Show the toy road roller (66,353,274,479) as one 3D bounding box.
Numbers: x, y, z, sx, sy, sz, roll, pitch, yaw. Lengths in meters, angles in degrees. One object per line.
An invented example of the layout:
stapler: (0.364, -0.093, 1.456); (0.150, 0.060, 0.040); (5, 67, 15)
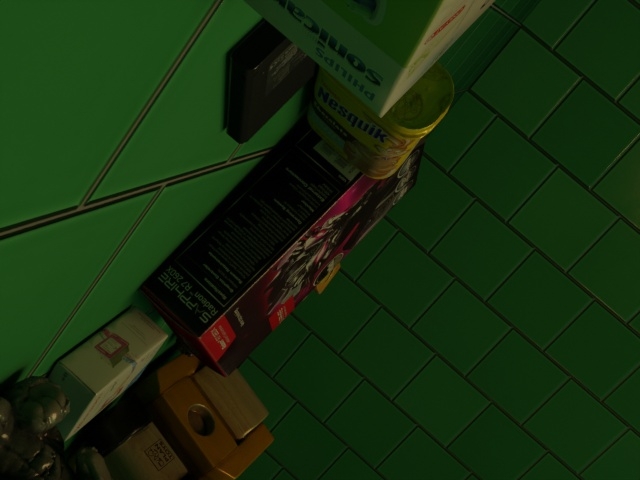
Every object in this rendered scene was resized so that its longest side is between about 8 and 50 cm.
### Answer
toy road roller: (-0.258, 0.330, 1.301); (0.240, 0.202, 0.329); (-38, 177, 33)

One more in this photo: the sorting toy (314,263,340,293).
sorting toy: (0.000, 0.000, 1.226); (0.196, 0.047, 0.348); (-57, 159, -7)

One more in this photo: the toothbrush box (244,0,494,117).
toothbrush box: (0.083, -0.223, 0.406); (0.206, 0.122, 0.283); (-47, 176, -22)

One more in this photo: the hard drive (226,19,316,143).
hard drive: (-0.033, -0.134, 0.636); (0.094, 0.022, 0.135); (-48, 175, -17)

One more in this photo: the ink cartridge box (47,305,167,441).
ink cartridge box: (-0.224, 0.134, 0.843); (0.088, 0.052, 0.122); (-52, 173, 34)

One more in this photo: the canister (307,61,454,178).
canister: (0.050, -0.132, 0.801); (0.073, 0.126, 0.170); (-48, 177, -13)

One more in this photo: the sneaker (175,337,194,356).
sneaker: (-0.183, 0.146, 1.246); (0.077, 0.072, 0.178); (-38, 169, -2)

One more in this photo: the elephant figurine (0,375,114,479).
elephant figurine: (-0.214, 0.245, 0.674); (0.169, 0.239, 0.186); (-51, 175, 16)

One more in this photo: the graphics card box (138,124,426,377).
graphics card box: (-0.028, -0.014, 0.979); (0.371, 0.094, 0.233); (-46, 165, -14)
